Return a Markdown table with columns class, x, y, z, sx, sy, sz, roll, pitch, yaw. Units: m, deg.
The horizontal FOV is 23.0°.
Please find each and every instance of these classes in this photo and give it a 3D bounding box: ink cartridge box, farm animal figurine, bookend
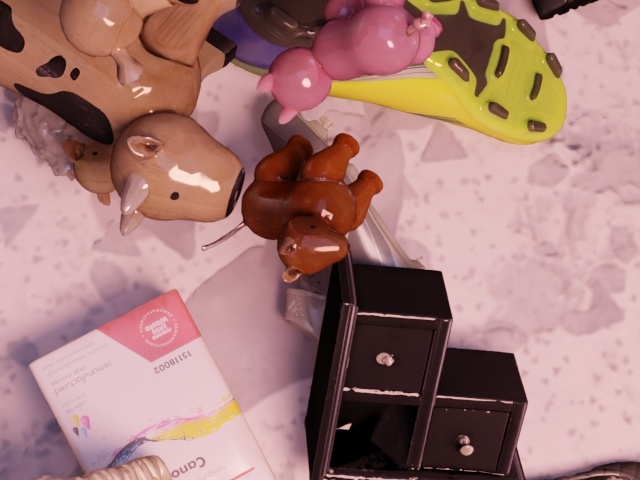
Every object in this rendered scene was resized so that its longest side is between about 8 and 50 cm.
| class | x | y | z | sx | sy | sz | roll | pitch | yaw |
| --- | --- | --- | --- | --- | --- | --- | --- | --- | --- |
| ink cartridge box | -0.105 | 0.148 | 1.090 | 0.115 | 0.067 | 0.198 | -28 | 87 | -10 |
| farm animal figurine | -0.100 | -0.105 | 0.952 | 0.327 | 0.330 | 0.172 | 24 | 56 | 25 |
| bookend | 0.077 | 0.093 | 1.080 | 0.157 | 0.072 | 0.156 | 5 | 122 | -8 |

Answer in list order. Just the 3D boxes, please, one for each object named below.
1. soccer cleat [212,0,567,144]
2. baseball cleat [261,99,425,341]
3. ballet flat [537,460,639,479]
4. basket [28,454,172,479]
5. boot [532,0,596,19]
| class | x | y | z | sx | sy | sz | roll | pitch | yaw |
| --- | --- | --- | --- | --- | --- | --- | --- | --- | --- |
| soccer cleat | 0.049 | -0.136 | 1.143 | 0.289 | 0.121 | 0.093 | 16 | 73 | -26 |
| baseball cleat | 0.000 | 0.000 | 1.126 | 0.109 | 0.072 | 0.206 | -36 | 85 | -6 |
| ballet flat | 0.184 | 0.195 | 1.133 | 0.173 | 0.049 | 0.057 | -8 | 84 | -9 |
| basket | -0.194 | 0.330 | 0.917 | 0.328 | 0.266 | 0.331 | -27 | 86 | 6 |
| boot | 0.235 | -0.302 | 1.189 | 0.246 | 0.094 | 0.207 | -20 | 89 | -4 |
